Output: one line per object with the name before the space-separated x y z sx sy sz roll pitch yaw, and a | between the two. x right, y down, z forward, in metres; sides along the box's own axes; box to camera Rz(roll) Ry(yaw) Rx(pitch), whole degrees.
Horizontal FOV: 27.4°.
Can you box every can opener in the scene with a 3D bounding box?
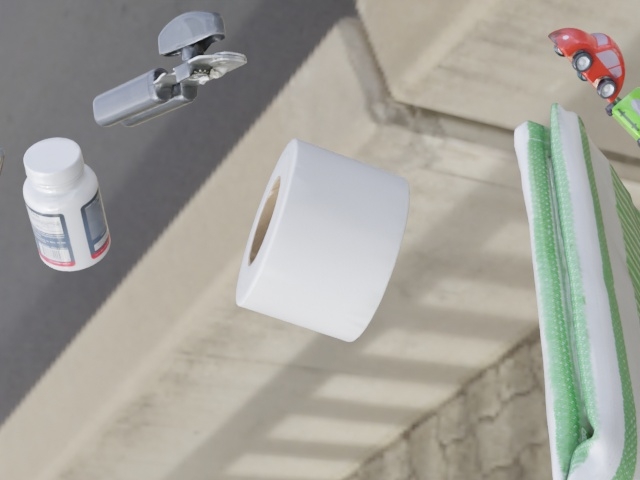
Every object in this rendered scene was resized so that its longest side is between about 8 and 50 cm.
can opener | -0.198 -0.218 1.673 0.283 0.076 0.095 -13 84 50

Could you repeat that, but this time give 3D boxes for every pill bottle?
pill bottle | -0.369 -0.054 1.891 0.108 0.108 0.180 -115 16 -45

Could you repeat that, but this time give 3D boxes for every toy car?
toy car | 0.353 -0.147 1.453 0.053 0.225 0.239 -44 83 10

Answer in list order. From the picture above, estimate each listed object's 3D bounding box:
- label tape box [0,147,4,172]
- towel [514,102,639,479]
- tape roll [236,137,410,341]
label tape box | -0.395 0.018 0.968 0.334 0.240 0.106 -85 17 -55
towel | 0.191 0.114 0.652 0.038 0.325 0.248 -26 36 23
tape roll | 0.000 0.000 1.811 0.246 0.169 0.246 -162 90 -79
